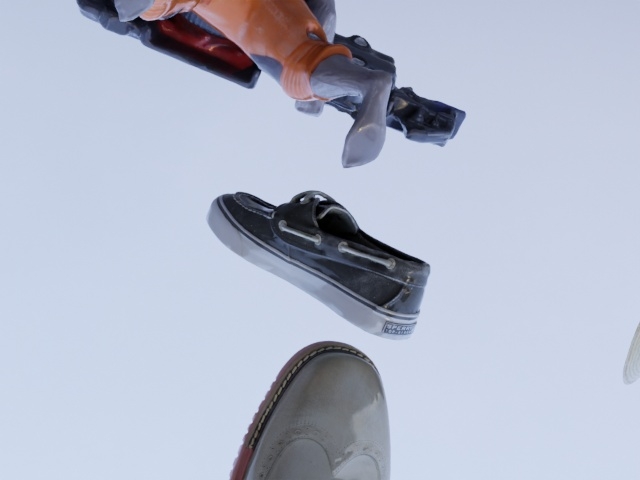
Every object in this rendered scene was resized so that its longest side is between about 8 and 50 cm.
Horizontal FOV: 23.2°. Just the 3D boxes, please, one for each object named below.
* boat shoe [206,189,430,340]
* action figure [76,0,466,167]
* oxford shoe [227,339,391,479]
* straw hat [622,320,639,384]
[{"bbox_3d":[0.000,0.000,1.222,0.219,0.070,0.078,30,-161,35],"label":"boat shoe"},{"bbox_3d":[-0.013,-0.176,1.141,0.341,0.178,0.330,19,-158,-17],"label":"action figure"},{"bbox_3d":[0.001,0.273,1.195,0.140,0.397,0.146,12,171,-22],"label":"oxford shoe"},{"bbox_3d":[0.329,0.081,1.390,0.061,0.144,0.144,25,-147,24],"label":"straw hat"}]
